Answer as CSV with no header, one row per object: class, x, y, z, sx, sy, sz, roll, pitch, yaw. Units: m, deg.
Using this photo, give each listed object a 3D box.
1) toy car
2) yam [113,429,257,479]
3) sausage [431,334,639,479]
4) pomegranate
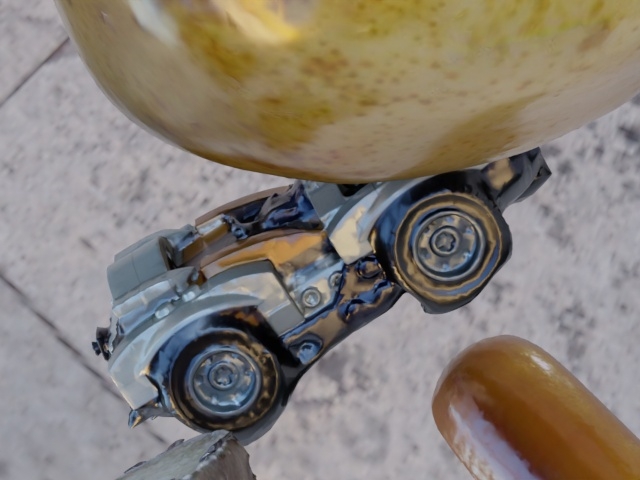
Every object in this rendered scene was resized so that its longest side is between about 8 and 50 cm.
toy car,0.000,-0.002,1.116,0.301,0.193,0.118,-34,106,6
yam,-0.047,0.234,0.894,0.131,0.131,0.280,-15,101,30
sausage,0.179,0.168,1.247,0.274,0.105,0.105,47,137,35
pomegranate,0.037,-0.209,0.885,0.416,0.417,0.417,11,125,16
